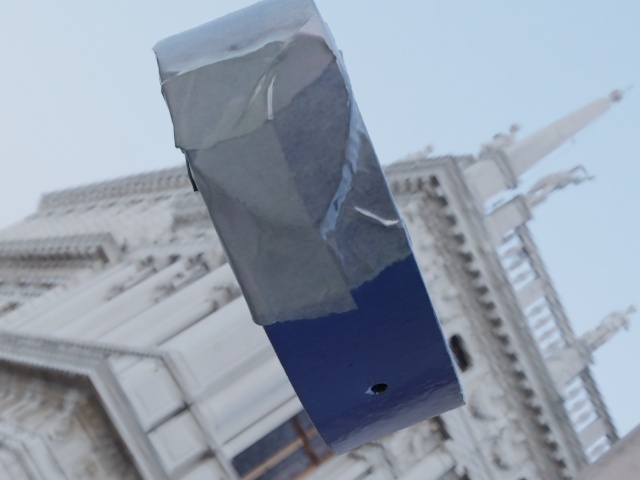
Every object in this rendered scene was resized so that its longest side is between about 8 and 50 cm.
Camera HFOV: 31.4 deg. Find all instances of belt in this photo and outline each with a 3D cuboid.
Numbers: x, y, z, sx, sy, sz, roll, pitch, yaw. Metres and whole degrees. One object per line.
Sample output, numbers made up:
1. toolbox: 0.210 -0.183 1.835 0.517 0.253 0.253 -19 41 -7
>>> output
1. belt: 0.000 0.000 0.796 0.212 0.117 0.347 -106 175 -56
